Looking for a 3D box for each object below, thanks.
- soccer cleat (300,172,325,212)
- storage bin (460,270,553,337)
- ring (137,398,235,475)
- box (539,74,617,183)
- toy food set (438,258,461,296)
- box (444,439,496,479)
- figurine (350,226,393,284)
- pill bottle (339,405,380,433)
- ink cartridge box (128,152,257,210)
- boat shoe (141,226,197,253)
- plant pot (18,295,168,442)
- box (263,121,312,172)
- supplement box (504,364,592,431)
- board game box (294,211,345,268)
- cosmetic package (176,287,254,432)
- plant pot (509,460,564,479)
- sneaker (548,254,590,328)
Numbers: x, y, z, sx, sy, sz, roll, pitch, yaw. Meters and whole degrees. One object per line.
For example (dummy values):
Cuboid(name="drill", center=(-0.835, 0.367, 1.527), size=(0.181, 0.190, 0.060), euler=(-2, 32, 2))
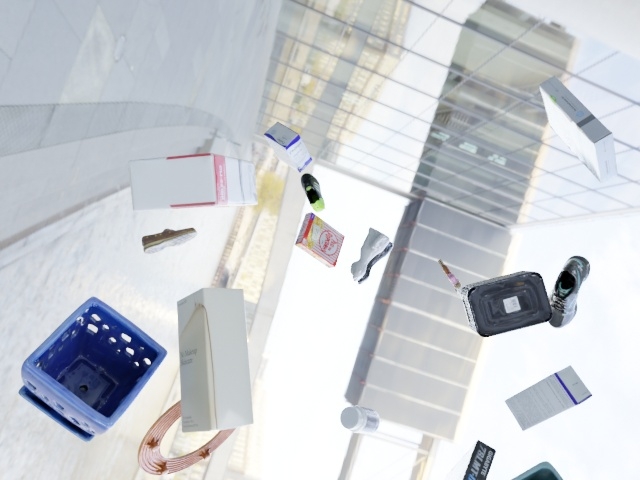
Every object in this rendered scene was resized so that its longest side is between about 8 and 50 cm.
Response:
Cuboid(name="soccer cleat", center=(-0.030, -0.172, 1.749), size=(0.060, 0.072, 0.179), euler=(-29, -126, 9))
Cuboid(name="storage bin", center=(0.441, 0.150, 1.243), size=(0.084, 0.180, 0.122), euler=(15, 59, -84))
Cuboid(name="ring", center=(-0.331, 0.519, 1.417), size=(0.032, 0.336, 0.337), euler=(40, -61, 34))
Cuboid(name="box", center=(0.507, -0.218, 1.024), size=(0.038, 0.145, 0.186), euler=(-31, -128, 15))
Cuboid(name="toy food set", center=(0.360, 0.094, 1.435), size=(0.019, 0.078, 0.122), euler=(-34, -123, 14))
Cuboid(name="box", center=(0.424, 0.814, 1.621), size=(0.295, 0.073, 0.293), euler=(-48, 158, -43))
Cuboid(name="figurine", center=(0.183, 0.070, 1.976), size=(0.210, 0.092, 0.215), euler=(-60, 164, -2))
Cuboid(name="pill bottle", center=(0.119, 0.547, 1.587), size=(0.078, 0.137, 0.078), euler=(-14, -118, 27))
Cuboid(name="ink cartridge box", center=(-0.282, -0.131, 1.211), size=(0.273, 0.196, 0.114), euler=(-24, 111, -77))
Cuboid(name="boat shoe", center=(-0.487, -0.013, 1.674), size=(0.060, 0.177, 0.064), euler=(64, -20, 20))
Cuboid(name="plant pot", center=(-0.543, 0.317, 1.225), size=(0.212, 0.236, 0.236), euler=(-46, -172, 39))
Cuboid(name="box", center=(-0.110, -0.322, 1.793), size=(0.072, 0.126, 0.137), euler=(-46, 143, -10))
Cuboid(name="supplement box", center=(0.717, 0.501, 1.646), size=(0.220, 0.111, 0.114), euler=(-50, -122, 37))
Cuboid(name="board game box", center=(0.000, 0.000, 2.052), size=(0.045, 0.193, 0.147), euler=(-14, -131, 48))
Cuboid(name="cosmetic package", center=(-0.249, 0.277, 1.210), size=(0.160, 0.113, 0.310), euler=(-28, -116, 47))
Cuboid(name="plant pot", center=(0.456, 0.698, 1.156), size=(0.252, 0.247, 0.247), euler=(91, -26, -47))
Cuboid(name="sneaker", center=(0.781, 0.175, 1.681), size=(0.106, 0.101, 0.268), euler=(-19, 124, -42))
